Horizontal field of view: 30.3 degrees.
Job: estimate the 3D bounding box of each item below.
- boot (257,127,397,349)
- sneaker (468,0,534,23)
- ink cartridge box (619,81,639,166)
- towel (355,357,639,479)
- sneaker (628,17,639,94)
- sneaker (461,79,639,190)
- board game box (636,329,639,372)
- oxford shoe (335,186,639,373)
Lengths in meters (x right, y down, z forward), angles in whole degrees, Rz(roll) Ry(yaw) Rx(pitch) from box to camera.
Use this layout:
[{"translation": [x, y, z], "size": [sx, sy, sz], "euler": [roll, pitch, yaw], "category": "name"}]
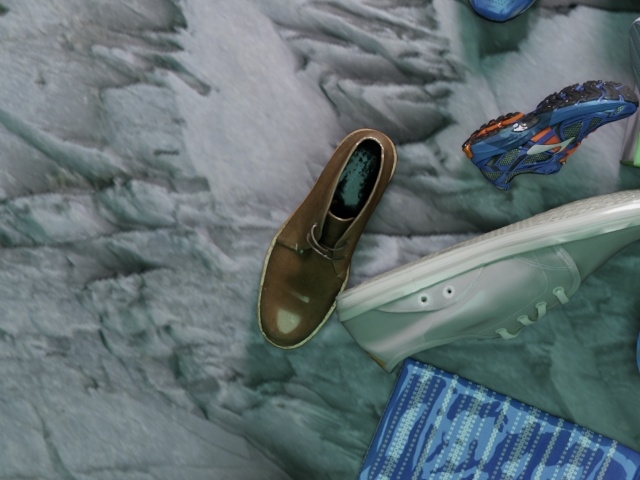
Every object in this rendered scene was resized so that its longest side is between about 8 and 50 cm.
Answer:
[{"translation": [0.000, 0.000, 1.470], "size": [0.112, 0.115, 0.305], "euler": [26, 97, 0], "category": "boot"}, {"translation": [0.238, -0.417, 1.385], "size": [0.129, 0.147, 0.330], "euler": [17, 110, 9], "category": "sneaker"}, {"translation": [0.558, -0.157, 1.408], "size": [0.353, 0.119, 0.207], "euler": [11, 94, 5], "category": "ink cartridge box"}, {"translation": [0.220, 0.322, 1.511], "size": [0.335, 0.040, 0.243], "euler": [22, 95, 3], "category": "towel"}, {"translation": [0.434, -0.145, 1.325], "size": [0.091, 0.094, 0.258], "euler": [-29, 95, -11], "category": "sneaker"}, {"translation": [0.287, -0.128, 1.445], "size": [0.221, 0.083, 0.087], "euler": [-21, 109, 30], "category": "sneaker"}, {"translation": [0.461, 0.121, 1.474], "size": [0.168, 0.033, 0.133], "euler": [-11, 105, -14], "category": "board game box"}, {"translation": [0.238, 0.046, 1.429], "size": [0.449, 0.169, 0.130], "euler": [-22, 89, 13], "category": "oxford shoe"}]
